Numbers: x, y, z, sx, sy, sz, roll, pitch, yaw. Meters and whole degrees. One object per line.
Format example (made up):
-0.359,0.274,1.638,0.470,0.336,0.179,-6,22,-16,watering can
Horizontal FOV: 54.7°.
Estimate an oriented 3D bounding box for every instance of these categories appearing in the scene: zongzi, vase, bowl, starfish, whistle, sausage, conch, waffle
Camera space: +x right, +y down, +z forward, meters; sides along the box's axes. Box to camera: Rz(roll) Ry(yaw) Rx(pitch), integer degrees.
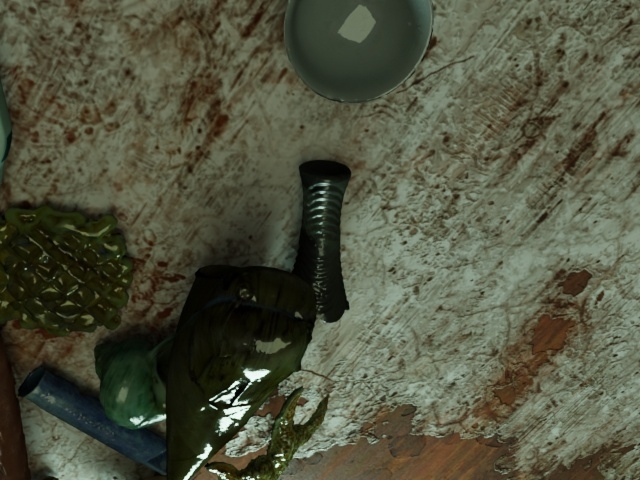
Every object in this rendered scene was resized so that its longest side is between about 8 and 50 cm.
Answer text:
-0.135,0.207,0.829,0.160,0.323,0.360,21,80,-14,zongzi
0.000,0.000,0.943,0.116,0.115,0.237,-1,118,-13,vase
0.041,-0.278,0.786,0.189,0.086,0.188,-6,123,-9,bowl
-0.080,0.353,1.038,0.358,0.078,0.347,-27,152,-38,starfish
-0.373,0.317,1.068,0.062,0.062,0.304,-38,122,11,whistle
-0.510,0.284,0.957,0.088,0.088,0.432,-6,107,-10,sausage
-0.270,0.219,0.999,0.188,0.122,0.175,25,92,-28,conch
-0.381,0.053,0.906,0.204,0.054,0.223,2,119,-15,waffle

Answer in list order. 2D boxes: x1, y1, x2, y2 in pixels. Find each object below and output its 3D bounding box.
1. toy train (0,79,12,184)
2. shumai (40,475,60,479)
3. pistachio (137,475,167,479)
-0.426,-0.194,0.727,0.088,0.086,0.406,-7,123,-16,toy train
-0.526,0.516,1.097,0.176,0.205,0.166,-33,164,-24,shumai
-0.340,0.538,1.083,0.214,0.318,0.193,28,115,14,pistachio
